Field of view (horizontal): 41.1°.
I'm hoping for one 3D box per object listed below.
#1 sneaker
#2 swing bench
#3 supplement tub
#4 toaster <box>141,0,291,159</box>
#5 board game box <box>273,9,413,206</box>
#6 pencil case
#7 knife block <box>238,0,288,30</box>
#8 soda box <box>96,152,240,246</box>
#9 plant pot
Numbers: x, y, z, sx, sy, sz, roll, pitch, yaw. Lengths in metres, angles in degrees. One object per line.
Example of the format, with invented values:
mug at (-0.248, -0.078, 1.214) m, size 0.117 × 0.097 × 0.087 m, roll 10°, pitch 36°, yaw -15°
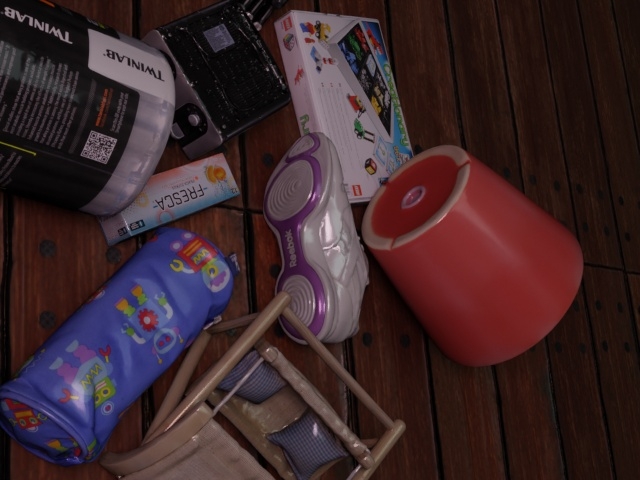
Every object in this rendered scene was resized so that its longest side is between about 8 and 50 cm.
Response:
sneaker at (0.000, 0.000, 1.215) m, size 0.152 × 0.114 × 0.305 m, roll 16°, pitch 69°, yaw -53°
swing bench at (-0.071, 0.244, 1.011) m, size 0.253 × 0.165 × 0.254 m, roll 49°, pitch 50°, yaw -20°
supplement tub at (-0.340, -0.160, 0.874) m, size 0.338 × 0.207 × 0.207 m, roll 18°, pitch 65°, yaw -38°
toaster at (-0.143, -0.220, 1.138) m, size 0.186 × 0.110 × 0.168 m, roll -40°, pitch 104°, yaw -42°
board game box at (0.047, -0.205, 1.344) m, size 0.193 × 0.053 × 0.305 m, roll -7°, pitch 81°, yaw -42°
pencil case at (-0.216, 0.113, 0.953) m, size 0.133 × 0.119 × 0.306 m, roll 49°, pitch 50°, yaw -11°
knife block at (-0.044, -0.433, 1.316) m, size 0.276 × 0.088 × 0.242 m, roll -4°, pitch 80°, yaw -43°
soda box at (-0.192, -0.053, 1.074) m, size 0.183 × 0.058 × 0.063 m, roll -25°, pitch 93°, yaw -43°
plant pot at (0.208, 0.008, 1.266) m, size 0.243 × 0.275 × 0.275 m, roll 43°, pitch 52°, yaw -26°
